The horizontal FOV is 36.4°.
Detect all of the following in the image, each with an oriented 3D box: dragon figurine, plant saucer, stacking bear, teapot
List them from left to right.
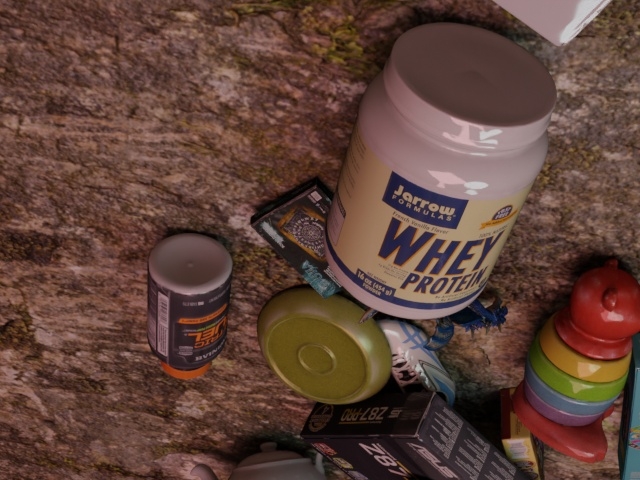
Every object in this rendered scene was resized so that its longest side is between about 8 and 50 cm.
[{"bbox_3d":[-0.081,0.477,1.853,0.256,0.187,0.252,3,161,-31],"label":"teapot"},{"bbox_3d":[-0.001,0.186,1.604,0.241,0.037,0.241,12,127,16],"label":"plant saucer"},{"bbox_3d":[0.180,0.106,1.430,0.085,0.289,0.144,-37,81,33],"label":"dragon figurine"},{"bbox_3d":[0.410,0.166,1.489,0.164,0.175,0.289,20,126,11],"label":"stacking bear"}]

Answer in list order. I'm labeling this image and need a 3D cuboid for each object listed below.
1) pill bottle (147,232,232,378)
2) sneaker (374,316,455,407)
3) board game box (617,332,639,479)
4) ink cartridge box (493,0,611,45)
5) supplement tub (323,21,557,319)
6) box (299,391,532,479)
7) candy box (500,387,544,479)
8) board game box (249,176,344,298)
[{"bbox_3d":[-0.211,0.115,1.550,0.130,0.130,0.245,10,135,0],"label":"pill bottle"},{"bbox_3d":[0.153,0.213,1.619,0.085,0.086,0.237,-22,126,29],"label":"sneaker"},{"bbox_3d":[0.637,0.287,1.617,0.254,0.079,0.336,-2,133,10],"label":"board game box"},{"bbox_3d":[0.184,-0.345,0.939,0.201,0.278,0.117,30,128,-19],"label":"ink cartridge box"},{"bbox_3d":[0.144,-0.083,1.227,0.235,0.235,0.324,13,135,-3],"label":"supplement tub"},{"bbox_3d":[0.202,0.413,1.709,0.395,0.097,0.318,43,147,-23],"label":"box"},{"bbox_3d":[0.356,0.358,1.709,0.053,0.109,0.186,-9,131,18],"label":"candy box"},{"bbox_3d":[0.000,0.000,1.467,0.126,0.026,0.186,-29,123,23],"label":"board game box"}]
